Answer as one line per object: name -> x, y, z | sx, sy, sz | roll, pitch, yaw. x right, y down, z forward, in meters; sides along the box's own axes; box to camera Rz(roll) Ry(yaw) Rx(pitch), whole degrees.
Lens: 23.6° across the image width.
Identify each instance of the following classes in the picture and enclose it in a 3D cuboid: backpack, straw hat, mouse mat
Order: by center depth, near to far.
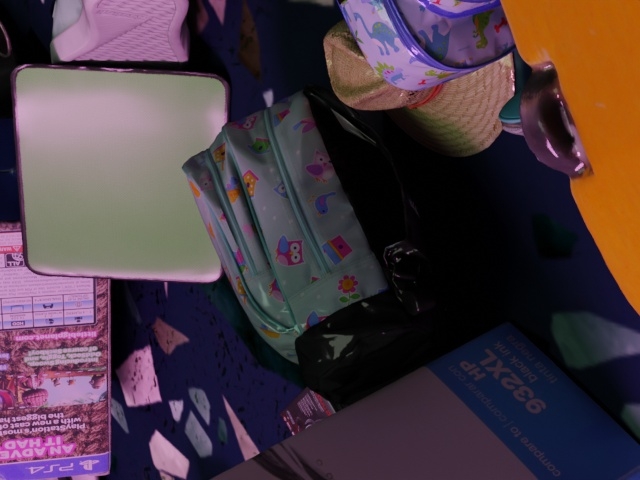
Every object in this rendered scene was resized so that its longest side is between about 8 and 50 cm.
backpack -> 0.057, -0.137, 0.752 | 0.084, 0.105, 0.114 | -16, 99, 58
straw hat -> 0.036, -0.101, 0.851 | 0.144, 0.061, 0.144 | 35, 137, 41
backpack -> 0.000, 0.000, 0.897 | 0.152, 0.115, 0.182 | 65, 179, -70
mouse mat -> -0.142, -0.045, 1.103 | 0.007, 0.152, 0.190 | -90, 4, -53

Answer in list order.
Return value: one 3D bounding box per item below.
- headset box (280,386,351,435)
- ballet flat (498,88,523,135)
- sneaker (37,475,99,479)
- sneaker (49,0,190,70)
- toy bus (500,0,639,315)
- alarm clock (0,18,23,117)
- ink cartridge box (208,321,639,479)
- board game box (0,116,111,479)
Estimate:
headset box -> 0.012, 0.127, 1.071 | 0.062, 0.032, 0.083 | 59, 150, 12
ballet flat -> 0.130, -0.068, 0.755 | 0.114, 0.041, 0.041 | -29, 86, 60
sneaker -> -0.318, 0.313, 1.482 | 0.169, 0.257, 0.447 | -1, 110, 57
sneaker -> -0.131, -0.199, 1.034 | 0.256, 0.094, 0.151 | 146, 122, -73
toy bus -> 0.137, -0.130, 0.609 | 0.108, 0.130, 0.333 | -11, 101, 59
alarm clock -> -0.295, -0.150, 1.319 | 0.192, 0.064, 0.129 | -27, 88, 61
ink cartridge box -> 0.012, 0.211, 0.860 | 0.129, 0.307, 0.223 | 46, 144, 29
board game box -> -0.294, 0.056, 1.266 | 0.141, 0.232, 0.291 | -107, 18, -48
